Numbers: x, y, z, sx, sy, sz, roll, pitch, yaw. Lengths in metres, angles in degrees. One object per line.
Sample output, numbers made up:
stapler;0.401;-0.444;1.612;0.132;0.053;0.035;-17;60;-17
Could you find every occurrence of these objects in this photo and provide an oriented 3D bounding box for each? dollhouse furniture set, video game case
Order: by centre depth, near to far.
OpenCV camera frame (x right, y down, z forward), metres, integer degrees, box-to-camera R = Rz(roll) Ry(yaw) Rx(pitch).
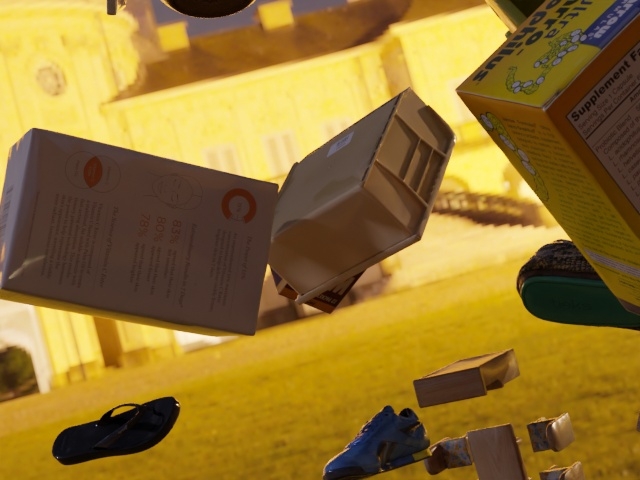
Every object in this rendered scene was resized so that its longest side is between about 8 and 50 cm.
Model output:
dollhouse furniture set;0.247;0.300;1.809;0.212;0.242;0.161;-17;-3;29
video game case;-0.427;-0.583;2.557;0.023;0.201;0.183;2;17;-3

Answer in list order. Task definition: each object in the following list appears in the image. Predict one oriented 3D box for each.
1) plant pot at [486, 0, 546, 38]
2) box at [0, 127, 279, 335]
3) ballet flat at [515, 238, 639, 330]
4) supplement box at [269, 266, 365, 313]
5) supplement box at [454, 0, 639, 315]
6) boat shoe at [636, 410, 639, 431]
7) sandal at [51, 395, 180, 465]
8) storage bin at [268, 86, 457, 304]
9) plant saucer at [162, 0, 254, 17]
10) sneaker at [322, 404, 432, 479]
plant pot;0.386;-0.328;1.749;0.228;0.227;0.207;-38;-27;1
box;-0.256;-0.001;1.654;0.345;0.215;0.168;13;-10;-22
ballet flat;0.536;0.073;1.827;0.483;0.164;0.182;13;44;33
supplement box;0.000;0.000;2.395;0.129;0.194;0.191;23;-62;-30
supplement box;0.348;-0.088;1.300;0.194;0.356;0.195;-45;23;-7
boat shoe;0.479;0.237;1.749;0.035;0.100;0.035;17;28;26
sandal;-0.365;0.335;2.145;0.254;0.054;0.097;-20;39;13
storage bin;0.052;-0.073;1.860;0.262;0.123;0.260;-31;24;40
plant saucer;-0.186;-0.424;2.059;0.199;0.036;0.198;-5;-17;-1
sneaker;0.064;0.258;1.543;0.069;0.082;0.209;-24;-11;36
